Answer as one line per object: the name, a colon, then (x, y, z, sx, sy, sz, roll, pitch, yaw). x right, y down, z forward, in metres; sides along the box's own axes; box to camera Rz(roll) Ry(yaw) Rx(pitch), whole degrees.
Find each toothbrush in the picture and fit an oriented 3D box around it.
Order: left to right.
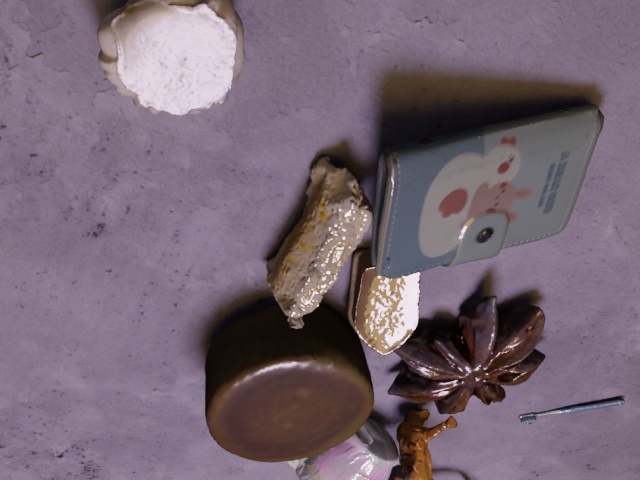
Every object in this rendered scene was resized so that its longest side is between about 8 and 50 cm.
toothbrush: (0.516, 0.349, 1.637, 0.219, 0.019, 0.016, -10, 125, -2)

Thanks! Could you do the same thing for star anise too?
star anise: (0.259, 0.207, 1.422, 0.315, 0.108, 0.315, -3, 129, -3)

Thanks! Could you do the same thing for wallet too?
wallet: (0.237, -0.068, 1.175, 0.360, 0.083, 0.252, -13, 136, -19)

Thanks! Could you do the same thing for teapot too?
teapot: (0.044, 0.406, 1.543, 0.178, 0.221, 0.163, -51, 160, 17)

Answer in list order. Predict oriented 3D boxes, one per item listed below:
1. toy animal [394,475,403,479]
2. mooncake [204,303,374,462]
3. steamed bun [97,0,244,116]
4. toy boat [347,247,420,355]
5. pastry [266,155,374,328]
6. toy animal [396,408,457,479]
toy animal: (0.217, 0.556, 1.636, 0.284, 0.225, 0.302, -25, 144, -10)
mooncake: (-0.057, 0.241, 1.361, 0.284, 0.155, 0.284, -6, 129, -8)
steamed bun: (-0.179, -0.240, 0.981, 0.183, 0.106, 0.183, -7, 133, -7)
toy boat: (0.105, 0.108, 1.313, 0.116, 0.061, 0.188, -2, 114, -7)
pastry: (-0.004, -0.002, 1.208, 0.089, 0.121, 0.258, 0, 126, -46)
toy animal: (0.191, 0.442, 1.496, 0.114, 0.255, 0.116, 5, 162, -29)
